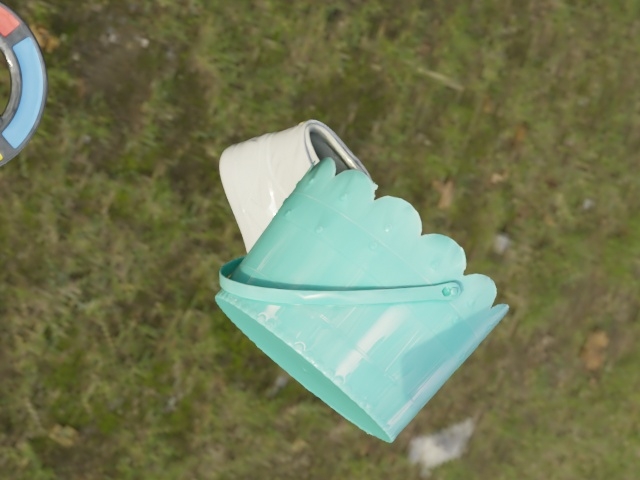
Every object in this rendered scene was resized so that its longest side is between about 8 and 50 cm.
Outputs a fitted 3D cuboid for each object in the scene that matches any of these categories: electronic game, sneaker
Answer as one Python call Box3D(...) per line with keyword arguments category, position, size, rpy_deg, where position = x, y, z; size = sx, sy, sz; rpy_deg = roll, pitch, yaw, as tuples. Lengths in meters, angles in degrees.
Box3D(category="electronic game", position=(-0.437, -0.188, 1.717), size=(0.229, 0.048, 0.229), rpy_deg=(-2, 94, -26))
Box3D(category="sneaker", position=(0.000, 0.000, 1.744), size=(0.108, 0.169, 0.292), rpy_deg=(-32, 101, -49))

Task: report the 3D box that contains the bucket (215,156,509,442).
Box3D(category="bucket", position=(0.036, 0.066, 1.504), size=(0.183, 0.281, 0.281), rpy_deg=(-50, 145, -11))
